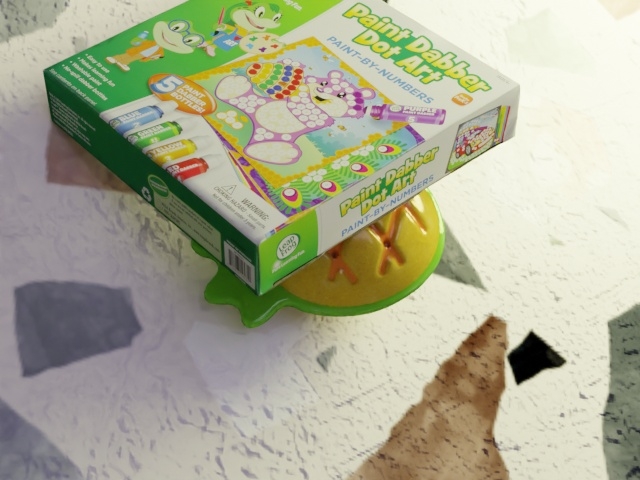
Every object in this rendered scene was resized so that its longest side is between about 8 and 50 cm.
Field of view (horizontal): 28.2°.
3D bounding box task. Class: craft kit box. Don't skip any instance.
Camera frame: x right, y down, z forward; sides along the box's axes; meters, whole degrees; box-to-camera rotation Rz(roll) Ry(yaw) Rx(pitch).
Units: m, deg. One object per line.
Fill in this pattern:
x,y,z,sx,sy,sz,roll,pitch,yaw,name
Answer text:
-0.029,-0.100,0.925,0.246,0.061,0.250,-31,52,-31,craft kit box

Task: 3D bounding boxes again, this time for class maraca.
0.000,0.000,0.935,0.186,0.099,0.127,-14,64,-8,maraca
